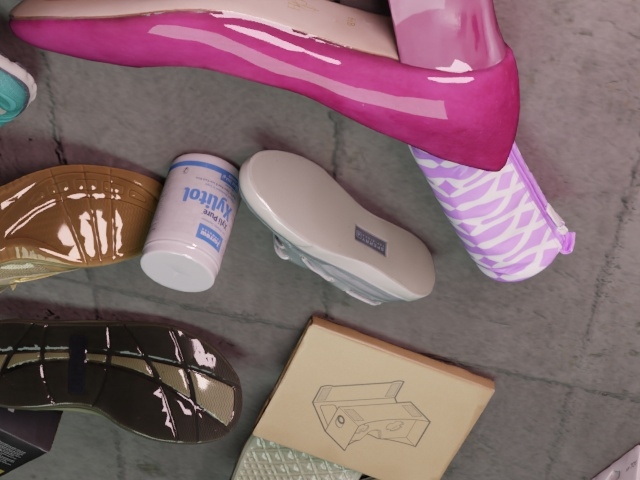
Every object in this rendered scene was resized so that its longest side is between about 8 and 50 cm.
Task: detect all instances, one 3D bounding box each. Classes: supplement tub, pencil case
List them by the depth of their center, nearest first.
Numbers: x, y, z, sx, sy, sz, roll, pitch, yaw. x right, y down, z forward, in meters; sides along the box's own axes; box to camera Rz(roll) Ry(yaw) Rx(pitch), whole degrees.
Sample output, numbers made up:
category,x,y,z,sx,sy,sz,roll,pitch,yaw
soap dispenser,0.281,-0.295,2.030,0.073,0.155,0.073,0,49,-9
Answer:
category,x,y,z,sx,sy,sz,roll,pitch,yaw
pencil case,0.136,-0.047,1.568,0.088,0.086,0.206,1,147,30
supplement tub,-0.112,-0.017,1.710,0.071,0.107,0.071,11,150,6

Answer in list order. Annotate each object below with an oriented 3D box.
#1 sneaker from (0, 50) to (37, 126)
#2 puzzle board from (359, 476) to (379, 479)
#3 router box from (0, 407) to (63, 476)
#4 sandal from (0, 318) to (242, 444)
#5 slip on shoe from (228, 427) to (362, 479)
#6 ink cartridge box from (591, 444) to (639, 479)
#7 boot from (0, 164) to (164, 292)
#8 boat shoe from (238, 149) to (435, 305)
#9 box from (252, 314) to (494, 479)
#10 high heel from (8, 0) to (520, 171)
category,x,y,z,sx,sy,sz,roll,pitch,yaw
sneaker,-0.333,-0.091,1.682,0.107,0.110,0.275,28,147,-22
puzzle board,0.096,0.303,2.255,0.128,0.011,0.096,33,147,-27
router box,-0.482,0.175,2.224,0.309,0.081,0.243,30,147,-24
sandal,-0.224,0.137,2.043,0.302,0.120,0.086,10,178,11
slip on shoe,-0.028,0.247,2.137,0.123,0.101,0.331,36,135,1
ink cartridge box,0.389,0.299,2.047,0.190,0.082,0.139,19,150,-10
boot,-0.273,-0.001,1.817,0.262,0.095,0.203,-12,174,-11
boat shoe,0.001,-0.001,1.715,0.227,0.079,0.081,32,142,-33
box,0.052,0.171,1.975,0.201,0.021,0.164,20,125,-10
high heel,-0.044,-0.120,1.444,0.377,0.127,0.181,1,122,18
